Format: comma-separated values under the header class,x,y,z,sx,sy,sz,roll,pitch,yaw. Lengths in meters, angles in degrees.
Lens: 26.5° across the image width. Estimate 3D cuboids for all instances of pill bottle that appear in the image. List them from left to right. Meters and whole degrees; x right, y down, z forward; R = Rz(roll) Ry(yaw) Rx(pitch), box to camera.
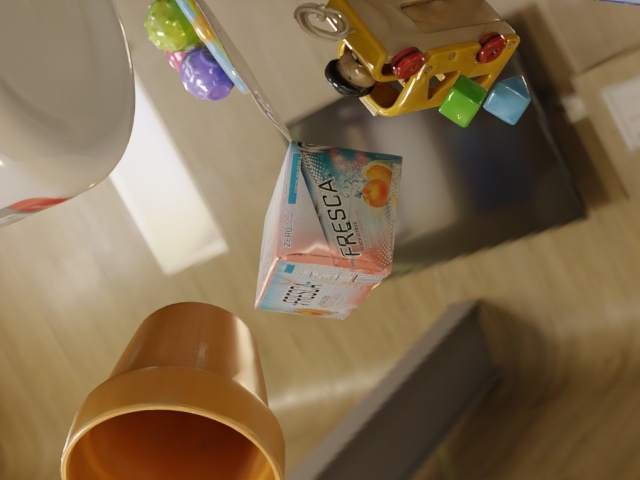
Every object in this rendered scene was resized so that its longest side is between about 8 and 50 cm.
class,x,y,z,sx,sy,sz,roll,pitch,yaw
pill bottle,-0.308,-0.069,0.785,0.363,0.210,0.210,-20,-170,21

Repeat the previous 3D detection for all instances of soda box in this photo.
class,x,y,z,sx,sy,sz,roll,pitch,yaw
soda box,0.000,0.000,0.741,0.058,0.063,0.183,7,168,-6

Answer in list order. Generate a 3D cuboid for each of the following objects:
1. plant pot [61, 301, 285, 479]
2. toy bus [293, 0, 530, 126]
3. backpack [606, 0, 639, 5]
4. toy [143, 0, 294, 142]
class,x,y,z,sx,sy,sz,roll,pitch,yaw
plant pot,-0.132,0.166,1.316,0.205,0.205,0.188,-25,-148,22
toy bus,0.065,-0.156,1.139,0.191,0.202,0.104,-78,-167,-47
backpack,0.216,-0.278,0.869,0.355,0.290,0.273,6,-161,12
toy,-0.106,-0.168,1.073,0.056,0.237,0.137,-32,148,7
